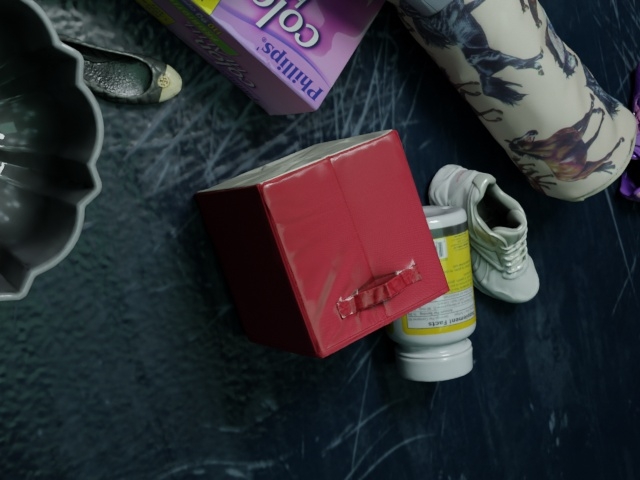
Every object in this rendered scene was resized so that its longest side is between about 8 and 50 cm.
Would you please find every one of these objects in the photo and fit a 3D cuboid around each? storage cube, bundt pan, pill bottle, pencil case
[{"bbox_3d":[0.000,0.000,1.035,0.183,0.215,0.193,-24,100,-26],"label":"storage cube"},{"bbox_3d":[-0.377,-0.089,0.843,0.330,0.124,0.331,-6,101,-31],"label":"bundt pan"},{"bbox_3d":[0.136,0.066,1.171,0.119,0.119,0.209,-12,101,-29],"label":"pill bottle"},{"bbox_3d":[0.245,-0.243,1.184,0.410,0.160,0.183,46,43,-25],"label":"pencil case"}]

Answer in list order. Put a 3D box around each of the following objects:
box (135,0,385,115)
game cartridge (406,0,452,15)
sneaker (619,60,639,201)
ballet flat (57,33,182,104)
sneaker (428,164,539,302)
[{"bbox_3d":[-0.046,-0.303,1.030,0.213,0.117,0.243,39,76,-28],"label":"box"},{"bbox_3d":[0.076,-0.390,1.000,0.198,0.062,0.297,32,45,-39],"label":"game cartridge"},{"bbox_3d":[0.494,-0.160,1.382,0.104,0.095,0.236,-7,99,-22],"label":"sneaker"},{"bbox_3d":[-0.227,-0.179,0.973,0.173,0.049,0.057,8,92,-31],"label":"ballet flat"},{"bbox_3d":[0.238,0.001,1.227,0.090,0.115,0.232,-47,115,-18],"label":"sneaker"}]
